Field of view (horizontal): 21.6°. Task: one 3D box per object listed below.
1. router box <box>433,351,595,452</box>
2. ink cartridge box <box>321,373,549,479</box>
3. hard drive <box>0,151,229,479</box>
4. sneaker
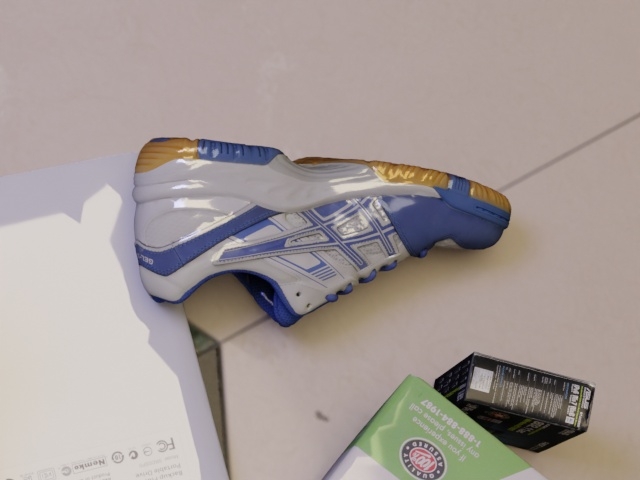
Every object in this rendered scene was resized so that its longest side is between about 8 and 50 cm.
[{"bbox_3d":[0.136,0.120,1.223,0.092,0.122,0.038,14,74,-6],"label":"router box"},{"bbox_3d":[0.028,0.296,1.143,0.207,0.119,0.353,39,69,3],"label":"ink cartridge box"},{"bbox_3d":[-0.192,0.106,1.204,0.210,0.040,0.319,-12,75,-15],"label":"hard drive"},{"bbox_3d":[0.000,0.000,1.251,0.296,0.112,0.131,5,90,-20],"label":"sneaker"}]
